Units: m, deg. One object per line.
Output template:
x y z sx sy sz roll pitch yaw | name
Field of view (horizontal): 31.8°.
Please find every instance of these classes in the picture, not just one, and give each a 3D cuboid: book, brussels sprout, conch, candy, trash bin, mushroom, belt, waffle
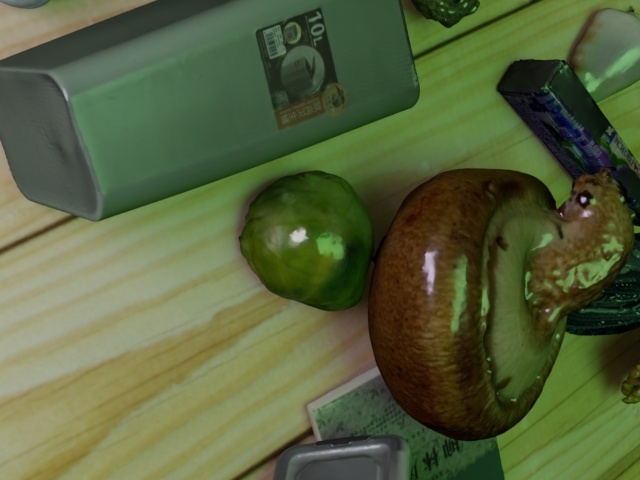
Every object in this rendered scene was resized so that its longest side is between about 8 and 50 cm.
0.129 0.316 1.434 0.264 0.031 0.380 -27 113 -29 | book
0.000 0.000 1.221 0.151 0.122 0.149 13 92 -38 | brussels sprout
0.397 -0.251 1.531 0.176 0.094 0.104 -33 134 0 | conch
0.355 -0.125 1.498 0.312 0.088 0.061 43 73 -35 | candy
-0.110 -0.144 1.050 0.343 0.223 0.158 -28 114 -30 | trash bin
0.205 0.053 1.278 0.345 0.259 0.346 -3 94 -57 | mushroom
0.375 0.049 1.530 0.218 0.128 0.122 -1 136 -36 | belt
0.520 0.136 1.628 0.228 0.051 0.232 -40 157 -32 | waffle

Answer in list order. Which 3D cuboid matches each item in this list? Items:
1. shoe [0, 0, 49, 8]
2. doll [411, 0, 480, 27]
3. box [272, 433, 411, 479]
-0.264 -0.335 0.985 0.100 0.103 0.251 -71 164 -65 | shoe
0.154 -0.400 1.306 0.202 0.091 0.286 35 65 -48 | doll
0.025 0.327 1.230 0.227 0.162 0.130 -81 156 -50 | box
